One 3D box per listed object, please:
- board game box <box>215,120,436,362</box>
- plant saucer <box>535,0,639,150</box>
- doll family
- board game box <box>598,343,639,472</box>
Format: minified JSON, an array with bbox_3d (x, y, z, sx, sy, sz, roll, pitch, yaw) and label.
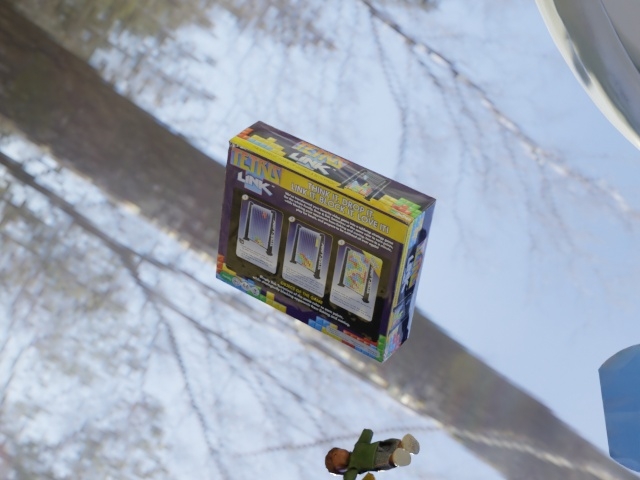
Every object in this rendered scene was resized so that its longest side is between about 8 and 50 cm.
[{"bbox_3d":[0.000,0.000,1.110,0.048,0.170,0.141,-37,146,-47],"label":"board game box"},{"bbox_3d":[0.217,-0.199,0.836,0.101,0.400,0.400,-13,-134,46],"label":"plant saucer"},{"bbox_3d":[0.022,0.253,1.210,0.111,0.076,0.193,-15,-152,39],"label":"doll family"},{"bbox_3d":[0.395,0.189,1.587,0.133,0.168,0.033,-6,-164,18],"label":"board game box"}]
